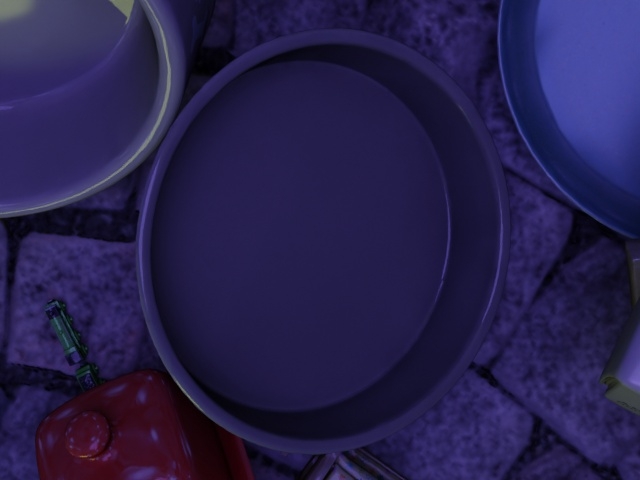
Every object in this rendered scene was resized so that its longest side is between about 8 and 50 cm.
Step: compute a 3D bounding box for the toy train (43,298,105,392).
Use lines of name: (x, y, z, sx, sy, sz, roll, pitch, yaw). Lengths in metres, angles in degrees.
toy train: (-0.188, 0.083, 1.113, 0.017, 0.024, 0.083, -27, 93, 5)

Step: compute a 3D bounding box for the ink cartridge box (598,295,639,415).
ink cartridge box: (0.384, -0.015, 0.911, 0.279, 0.160, 0.384, 26, 87, 11)

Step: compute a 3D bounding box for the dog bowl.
dog bowl: (-0.240, -0.146, 0.949, 0.349, 0.348, 0.102, -7, 51, 4)

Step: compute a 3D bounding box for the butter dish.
butter dish: (-0.143, 0.158, 1.045, 0.160, 0.118, 0.160, -26, 53, 6)

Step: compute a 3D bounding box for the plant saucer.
plant saucer: (0.286, -0.148, 1.056, 0.318, 0.044, 0.317, 0, 94, 3)

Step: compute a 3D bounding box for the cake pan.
cake pan: (0.000, 0.000, 1.018, 0.293, 0.054, 0.293, -4, 98, -28)

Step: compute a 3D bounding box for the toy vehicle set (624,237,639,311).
toy vehicle set: (0.360, 0.059, 1.047, 0.267, 0.035, 0.166, -10, 112, 4)

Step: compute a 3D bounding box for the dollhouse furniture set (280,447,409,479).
dollhouse furniture set: (-0.020, 0.216, 1.075, 0.182, 0.101, 0.161, 36, 96, 0)
